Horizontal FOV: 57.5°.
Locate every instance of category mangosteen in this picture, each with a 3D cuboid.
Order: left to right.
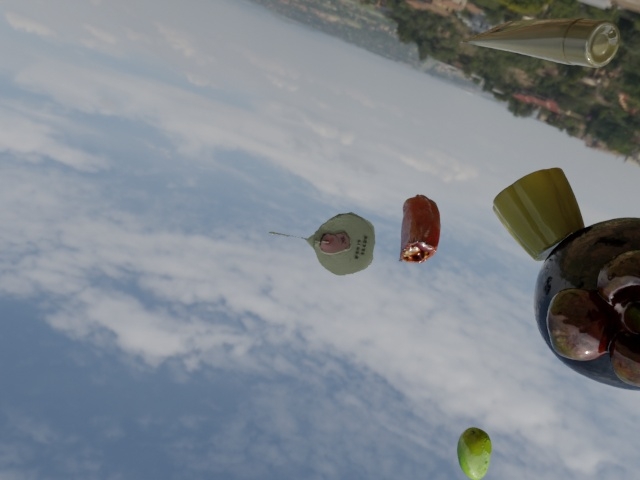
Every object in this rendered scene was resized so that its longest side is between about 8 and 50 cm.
[{"bbox_3d":[0.633,0.148,1.193,0.382,0.381,0.435,26,-151,15],"label":"mangosteen"}]

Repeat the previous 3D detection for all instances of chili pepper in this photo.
[{"bbox_3d":[0.173,-0.023,1.011,0.071,0.073,0.123,-1,-127,16],"label":"chili pepper"}]

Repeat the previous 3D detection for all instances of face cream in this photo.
[{"bbox_3d":[0.442,-0.413,1.188,0.137,0.084,0.341,-27,-150,-12],"label":"face cream"}]

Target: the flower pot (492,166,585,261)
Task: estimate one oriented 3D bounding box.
[{"bbox_3d":[0.552,-0.055,1.445,0.195,0.195,0.179,3,-124,-45],"label":"flower pot"}]

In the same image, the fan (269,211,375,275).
[{"bbox_3d":[0.000,0.000,1.630,0.311,0.182,0.010,7,171,14],"label":"fan"}]

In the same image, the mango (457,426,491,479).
[{"bbox_3d":[0.321,0.445,1.218,0.074,0.108,0.056,-8,179,-24],"label":"mango"}]
